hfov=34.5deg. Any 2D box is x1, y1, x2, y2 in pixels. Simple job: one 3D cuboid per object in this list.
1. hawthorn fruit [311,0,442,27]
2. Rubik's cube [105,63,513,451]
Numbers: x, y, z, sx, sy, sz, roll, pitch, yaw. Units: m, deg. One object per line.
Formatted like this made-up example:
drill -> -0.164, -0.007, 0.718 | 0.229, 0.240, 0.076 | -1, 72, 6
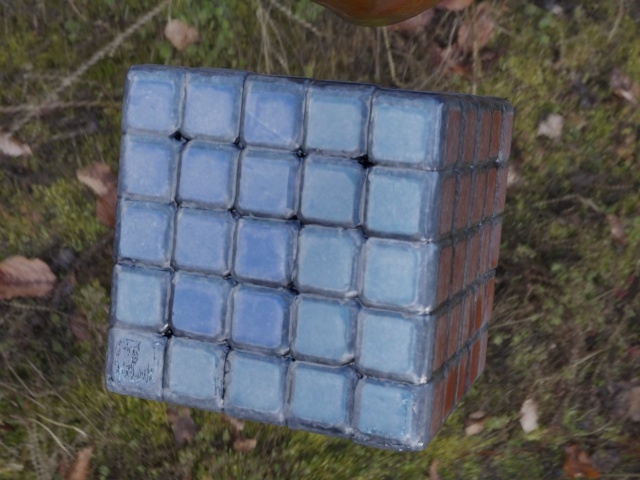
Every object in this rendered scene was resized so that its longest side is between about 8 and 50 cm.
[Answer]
hawthorn fruit -> 0.075, -0.280, 0.825 | 0.199, 0.251, 0.199 | 18, 66, -47
Rubik's cube -> 0.000, 0.000, 0.768 | 0.237, 0.238, 0.237 | 6, 96, 20
